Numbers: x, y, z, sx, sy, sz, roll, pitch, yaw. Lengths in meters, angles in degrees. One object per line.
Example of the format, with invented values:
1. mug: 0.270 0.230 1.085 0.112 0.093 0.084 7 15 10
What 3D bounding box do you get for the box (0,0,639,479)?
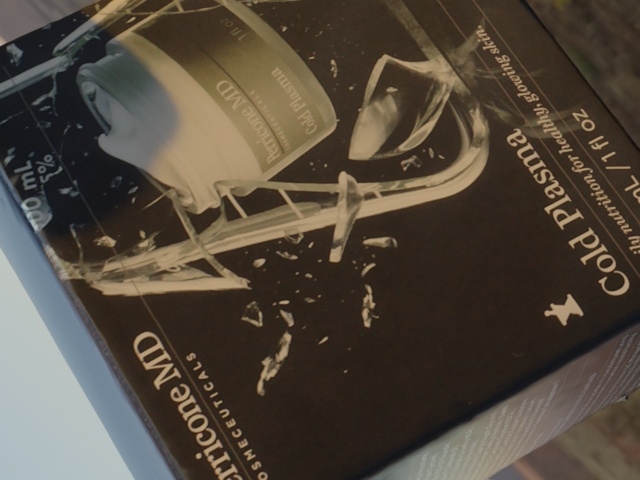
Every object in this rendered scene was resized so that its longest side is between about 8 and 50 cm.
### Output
1. box: 0.000 0.000 1.373 0.480 0.472 0.297 56 165 20
